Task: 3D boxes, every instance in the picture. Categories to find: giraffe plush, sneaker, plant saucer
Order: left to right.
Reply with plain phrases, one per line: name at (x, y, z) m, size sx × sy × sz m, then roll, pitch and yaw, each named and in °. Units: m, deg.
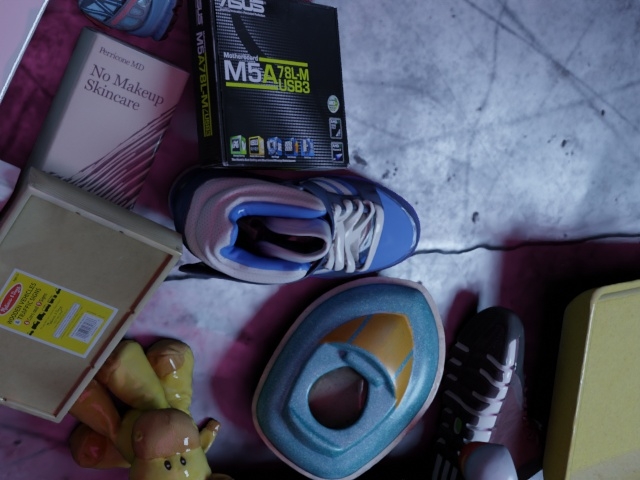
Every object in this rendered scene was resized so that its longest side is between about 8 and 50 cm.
sneaker at (-0.188, -0.338, 1.024) m, size 0.125 × 0.104 × 0.261 m, roll 6°, pitch 102°, yaw -19°
giraffe plush at (-0.187, 0.231, 1.147) m, size 0.181 × 0.170 × 0.210 m, roll -31°, pitch 113°, yaw -10°
sneaker at (0.000, -0.001, 1.112) m, size 0.323 × 0.236 × 0.130 m, roll 10°, pitch 101°, yaw -22°
sneaker at (0.248, 0.218, 1.353) m, size 0.163 × 0.106 × 0.281 m, roll 4°, pitch 110°, yaw -30°
plant saucer at (0.417, 0.191, 1.368) m, size 0.333 × 0.081 × 0.332 m, roll -6°, pitch 109°, yaw -38°

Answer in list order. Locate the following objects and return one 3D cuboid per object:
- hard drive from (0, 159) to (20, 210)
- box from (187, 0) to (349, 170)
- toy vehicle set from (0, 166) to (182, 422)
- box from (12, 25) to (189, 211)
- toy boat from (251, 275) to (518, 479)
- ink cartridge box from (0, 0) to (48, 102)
hard drive at (-0.466, -0.072, 0.962) m, size 0.308 × 0.203 × 0.040 m, roll 24°, pitch 53°, yaw -25°
box at (-0.051, -0.167, 1.085) m, size 0.191 × 0.045 × 0.184 m, roll -2°, pitch 90°, yaw -46°
toy vehicle set at (-0.279, 0.065, 1.037) m, size 0.166 × 0.035 × 0.267 m, roll 27°, pitch 117°, yaw -26°
box at (-0.247, -0.078, 1.079) m, size 0.113 × 0.094 × 0.275 m, roll 20°, pitch 98°, yaw -24°
toy boat at (0.094, 0.195, 1.205) m, size 0.318 × 0.148 × 0.267 m, roll 34°, pitch 86°, yaw 1°
ink cartridge box at (-0.330, -0.200, 0.916) m, size 0.114 × 0.273 × 0.197 m, roll 25°, pitch 96°, yaw -24°
